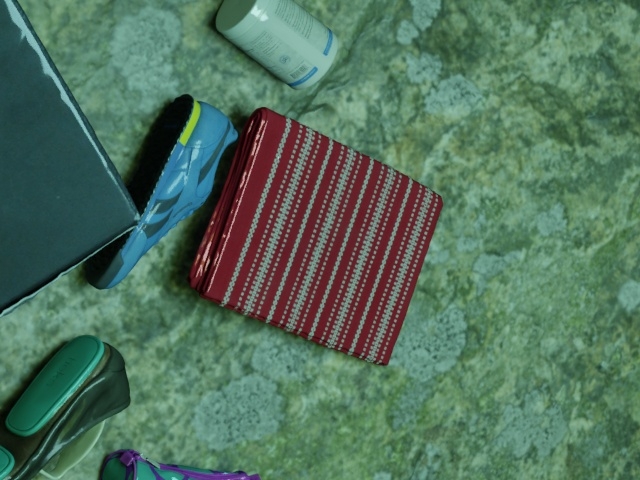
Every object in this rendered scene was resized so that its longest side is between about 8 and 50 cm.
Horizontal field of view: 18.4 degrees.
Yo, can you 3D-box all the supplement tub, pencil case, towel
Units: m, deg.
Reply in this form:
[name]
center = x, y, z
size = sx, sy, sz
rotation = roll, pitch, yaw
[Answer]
[supplement tub]
center = -0.041, -0.202, 1.926
size = 0.107, 0.071, 0.071
rotation = 37, 78, -30
[pencil case]
center = -0.138, 0.247, 1.939
size = 0.151, 0.064, 0.070
rotation = 14, 115, -32
[towel]
center = 0.000, 0.000, 1.987
size = 0.275, 0.031, 0.199
rotation = 24, 83, -40

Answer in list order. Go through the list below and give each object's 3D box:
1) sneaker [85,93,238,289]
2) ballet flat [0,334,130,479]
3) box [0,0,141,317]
[sneaker]
center = -0.147, -0.035, 1.890
size = 0.082, 0.069, 0.209
rotation = 35, 79, -34
[ballet flat]
center = -0.281, 0.207, 1.835
size = 0.280, 0.095, 0.096
rotation = -39, 127, -20
[box]
center = -0.418, -0.206, 1.385
size = 0.297, 0.472, 0.480
rotation = -32, 127, -7
